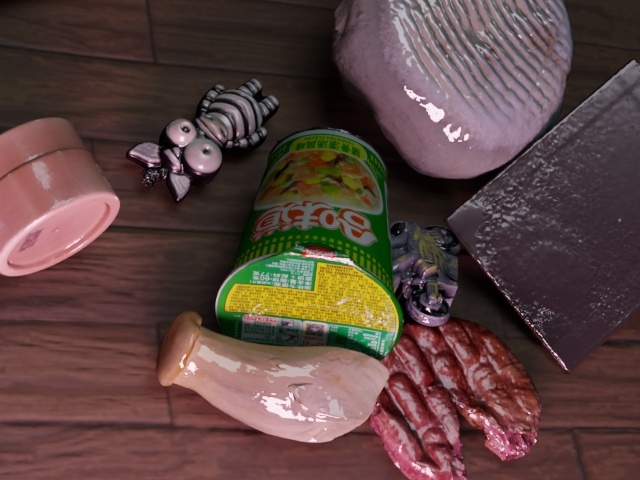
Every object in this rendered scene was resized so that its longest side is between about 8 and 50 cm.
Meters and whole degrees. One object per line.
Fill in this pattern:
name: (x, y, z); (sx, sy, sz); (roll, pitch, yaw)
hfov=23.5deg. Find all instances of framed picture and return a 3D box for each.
framed picture: (0.346, -0.033, 1.898); (0.324, 0.013, 0.244); (-40, 95, -11)

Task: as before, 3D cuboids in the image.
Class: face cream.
face cream: (-0.299, -0.045, 1.623); (0.149, 0.149, 0.104); (-23, 72, -36)

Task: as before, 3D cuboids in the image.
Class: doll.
doll: (-0.130, -0.123, 1.813); (0.091, 0.067, 0.219); (46, 53, 3)

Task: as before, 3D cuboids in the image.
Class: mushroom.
mushroom: (-0.053, 0.153, 1.646); (0.247, 0.108, 0.096); (15, 25, -7)

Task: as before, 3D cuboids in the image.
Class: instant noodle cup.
instant noodle cup: (0.000, 0.000, 1.722); (0.207, 0.207, 0.232); (21, 45, -13)

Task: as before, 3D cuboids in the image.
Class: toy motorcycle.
toy motorcycle: (0.102, 0.030, 1.816); (0.124, 0.061, 0.193); (17, 36, -1)

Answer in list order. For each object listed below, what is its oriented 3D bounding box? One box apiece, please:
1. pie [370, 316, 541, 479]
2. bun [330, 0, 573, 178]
pie: (0.148, 0.182, 1.760); (0.219, 0.054, 0.204); (-5, 62, -27)
bun: (0.161, -0.249, 1.948); (0.354, 0.194, 0.354); (11, 70, -32)
